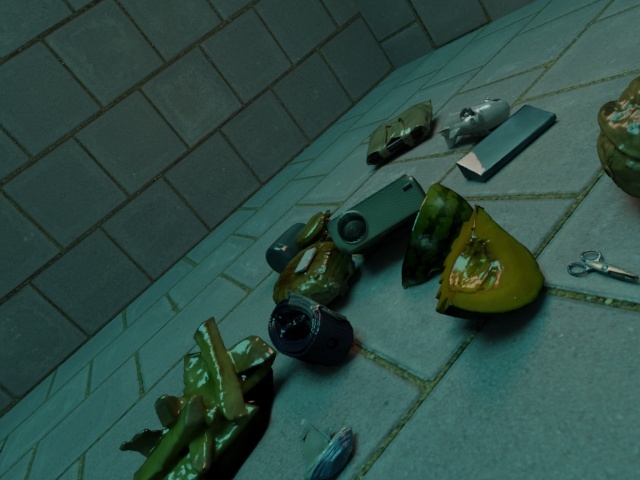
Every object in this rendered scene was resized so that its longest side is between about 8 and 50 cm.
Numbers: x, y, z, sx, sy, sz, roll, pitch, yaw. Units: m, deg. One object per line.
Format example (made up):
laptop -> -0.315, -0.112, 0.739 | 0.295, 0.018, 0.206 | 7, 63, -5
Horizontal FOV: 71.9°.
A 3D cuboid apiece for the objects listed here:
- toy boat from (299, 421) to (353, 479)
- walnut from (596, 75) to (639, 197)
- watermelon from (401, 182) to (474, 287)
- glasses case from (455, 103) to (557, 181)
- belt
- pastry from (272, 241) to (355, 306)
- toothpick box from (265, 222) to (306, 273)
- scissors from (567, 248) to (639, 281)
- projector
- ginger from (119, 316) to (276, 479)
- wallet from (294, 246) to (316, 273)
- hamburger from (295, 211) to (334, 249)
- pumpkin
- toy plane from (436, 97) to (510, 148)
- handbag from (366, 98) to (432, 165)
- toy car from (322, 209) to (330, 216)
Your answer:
toy boat -> -0.007, 0.358, 0.757 | 0.149, 0.034, 0.105 | -17, 27, 45
walnut -> 0.556, -0.172, 0.712 | 0.198, 0.198, 0.245 | -24, 26, 36
watermelon -> 0.296, -0.028, 1.028 | 0.129, 0.159, 0.303 | 18, 50, 21
glasses case -> 0.511, -0.260, 1.214 | 0.266, 0.056, 0.105 | -40, 44, -4
belt -> -0.020, 0.204, 0.997 | 0.230, 0.126, 0.139 | 4, 69, 61
pastry -> -0.020, 0.111, 1.211 | 0.236, 0.121, 0.257 | -30, 23, 34
toothpick box -> -0.098, 0.023, 1.540 | 0.120, 0.120, 0.184 | -19, 24, 43
scissors -> 0.444, 0.044, 0.690 | 0.058, 0.014, 0.119 | -43, 16, 0
projector -> 0.165, -0.059, 1.165 | 0.250, 0.108, 0.198 | -31, -11, 16
ginger -> -0.302, 0.380, 0.981 | 0.358, 0.211, 0.413 | -16, 30, 51
wallet -> -0.039, 0.054, 1.165 | 0.044, 0.011, 0.083 | -26, 26, 41
hamburger -> 0.000, 0.000, 1.417 | 0.159, 0.131, 0.185 | -49, 14, -3
pumpkin -> 0.302, 0.072, 0.798 | 0.130, 0.149, 0.254 | 98, -165, -48
toy plane -> 0.487, -0.375, 1.408 | 0.245, 0.117, 0.244 | -20, 11, 4
handbag -> 0.329, -0.444, 1.842 | 0.316, 0.109, 0.253 | -26, 27, 29
toy car -> -0.002, -0.082, 1.726 | 0.059, 0.035, 0.122 | -19, 19, 44
